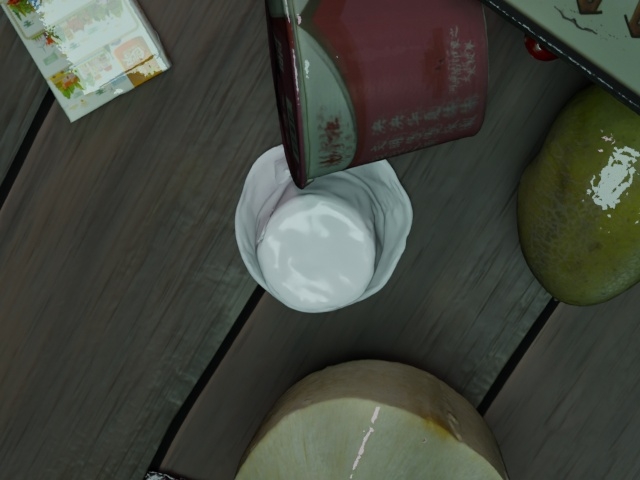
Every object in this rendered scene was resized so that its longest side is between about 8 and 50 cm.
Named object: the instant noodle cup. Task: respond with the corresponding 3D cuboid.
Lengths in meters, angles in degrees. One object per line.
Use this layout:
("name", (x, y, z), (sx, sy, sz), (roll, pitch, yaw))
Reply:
("instant noodle cup", (0.046, -0.174, 1.065), (0.179, 0.235, 0.234), (-8, 106, -6))

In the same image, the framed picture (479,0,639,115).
("framed picture", (0.271, -0.287, 1.024), (0.244, 0.013, 0.323), (33, 66, -7))

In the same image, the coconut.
("coconut", (0.052, 0.277, 1.146), (0.323, 0.323, 0.322), (0, 106, 2))

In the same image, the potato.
("potato", (0.286, -0.042, 1.122), (0.174, 0.159, 0.251), (35, 115, 16))

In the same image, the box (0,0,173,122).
("box", (-0.253, -0.242, 1.143), (0.122, 0.032, 0.220), (-27, 103, 9))

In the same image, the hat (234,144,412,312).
("hat", (0.000, 0.000, 1.158), (0.203, 0.126, 0.203), (1, 110, 2))

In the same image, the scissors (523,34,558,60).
("scissors", (0.217, -0.279, 1.043), (0.144, 0.017, 0.247), (46, 58, -11))

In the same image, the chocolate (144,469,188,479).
("chocolate", (-0.116, 0.313, 1.303), (0.183, 0.028, 0.086), (12, 104, 0))
